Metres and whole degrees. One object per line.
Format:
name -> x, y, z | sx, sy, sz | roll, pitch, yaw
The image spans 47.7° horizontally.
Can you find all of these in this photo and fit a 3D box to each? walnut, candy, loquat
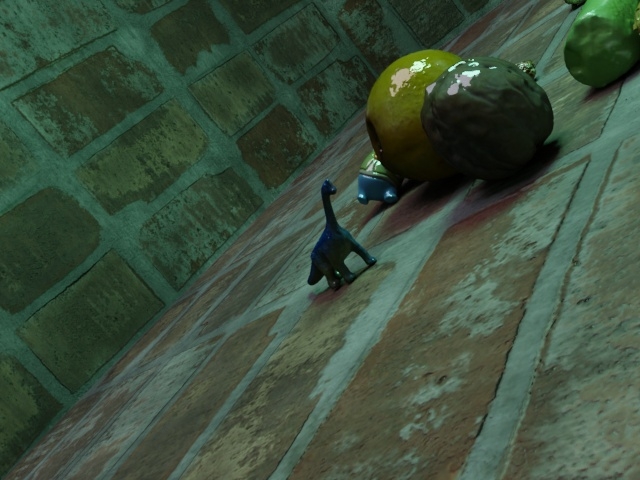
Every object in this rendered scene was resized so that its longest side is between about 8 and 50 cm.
walnut -> 0.278, -0.210, 1.234 | 0.224, 0.224, 0.224 | -38, 11, 9
candy -> 0.554, -0.418, 1.362 | 0.343, 0.142, 0.132 | -48, 1, -41
loquat -> 0.227, -0.254, 1.475 | 0.275, 0.275, 0.275 | -38, 11, 9

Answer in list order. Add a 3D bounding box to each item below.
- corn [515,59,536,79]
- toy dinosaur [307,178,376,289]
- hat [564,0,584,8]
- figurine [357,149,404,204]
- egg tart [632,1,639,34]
corn -> 0.417, -0.357, 1.764 | 0.237, 0.079, 0.079 | -28, 15, 29
toy dinosaur -> 0.000, 0.000, 1.408 | 0.075, 0.188, 0.247 | -38, 7, -35
hat -> 0.753, -0.718, 2.126 | 0.076, 0.059, 0.077 | -15, 27, 28
figurine -> 0.196, -0.191, 1.705 | 0.180, 0.154, 0.262 | -5, 53, 57
egg tart -> 0.610, -0.378, 1.047 | 0.319, 0.128, 0.319 | -40, 9, 8
